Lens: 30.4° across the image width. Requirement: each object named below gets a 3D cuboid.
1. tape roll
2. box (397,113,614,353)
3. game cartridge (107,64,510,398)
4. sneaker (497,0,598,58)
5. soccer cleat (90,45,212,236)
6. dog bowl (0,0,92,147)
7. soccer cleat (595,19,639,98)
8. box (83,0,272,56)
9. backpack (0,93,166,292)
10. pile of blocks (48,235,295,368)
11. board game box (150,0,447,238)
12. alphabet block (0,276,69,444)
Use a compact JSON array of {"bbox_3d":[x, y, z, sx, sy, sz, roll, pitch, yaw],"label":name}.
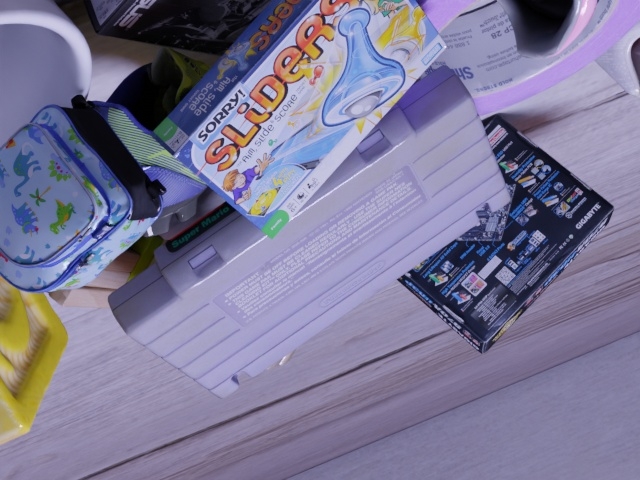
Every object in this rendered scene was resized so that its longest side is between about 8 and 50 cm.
[{"bbox_3d":[0.152,-0.211,1.014,0.275,0.090,0.275,-20,160,-8],"label":"tape roll"},{"bbox_3d":[0.192,-0.009,1.328,0.220,0.175,0.051,-45,162,-11],"label":"box"},{"bbox_3d":[0.000,0.000,1.079,0.355,0.068,0.230,-34,148,2],"label":"game cartridge"},{"bbox_3d":[0.093,-0.229,0.736,0.112,0.131,0.319,6,163,47],"label":"sneaker"},{"bbox_3d":[-0.095,-0.103,0.938,0.094,0.121,0.289,8,-154,21],"label":"soccer cleat"},{"bbox_3d":[-0.284,-0.083,0.757,0.265,0.104,0.265,-39,167,-11],"label":"dog bowl"},{"bbox_3d":[0.385,-0.253,1.064,0.116,0.143,0.331,2,148,-48],"label":"soccer cleat"},{"bbox_3d":[-0.035,-0.222,0.842,0.183,0.056,0.231,3,149,-48],"label":"box"},{"bbox_3d":[-0.180,-0.023,0.784,0.114,0.105,0.084,-44,168,21],"label":"backpack"},{"bbox_3d":[-0.146,0.024,1.211,0.362,0.149,0.112,24,101,-40],"label":"pile of blocks"},{"bbox_3d":[-0.011,-0.111,0.853,0.201,0.035,0.136,-48,141,1],"label":"board game box"},{"bbox_3d":[-0.357,0.083,0.994,0.197,0.193,0.192,-25,-160,7],"label":"alphabet block"}]
